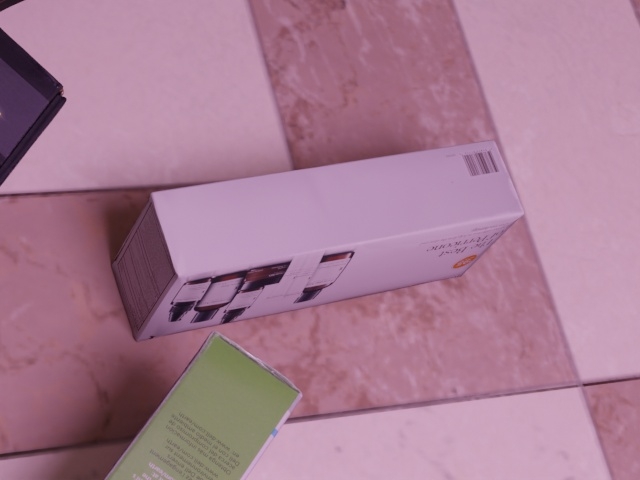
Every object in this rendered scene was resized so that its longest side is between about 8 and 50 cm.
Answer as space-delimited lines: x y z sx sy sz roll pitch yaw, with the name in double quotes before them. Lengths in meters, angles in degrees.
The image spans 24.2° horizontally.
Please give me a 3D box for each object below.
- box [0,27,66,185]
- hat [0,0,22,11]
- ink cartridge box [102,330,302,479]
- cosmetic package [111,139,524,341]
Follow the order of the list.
"box" -0.312 -0.074 0.738 0.295 0.073 0.293 45 44 -17
"hat" -0.287 -0.274 0.919 0.331 0.331 0.134 1 23 -22
"ink cartridge box" -0.100 0.158 0.791 0.062 0.109 0.209 36 55 0
"cosmetic package" 0.000 0.000 0.929 0.239 0.099 0.060 -10 70 -27
